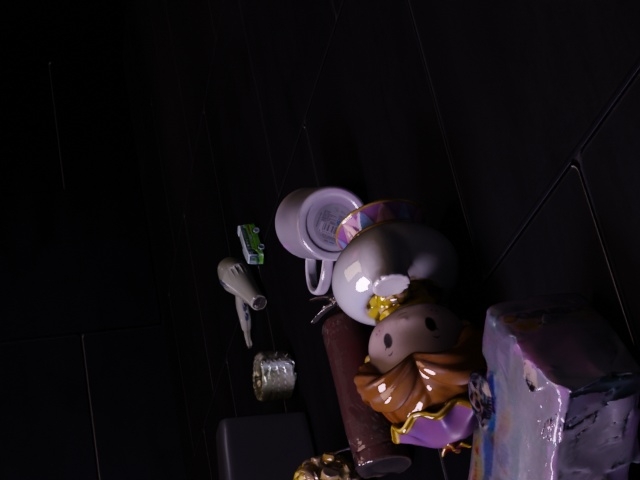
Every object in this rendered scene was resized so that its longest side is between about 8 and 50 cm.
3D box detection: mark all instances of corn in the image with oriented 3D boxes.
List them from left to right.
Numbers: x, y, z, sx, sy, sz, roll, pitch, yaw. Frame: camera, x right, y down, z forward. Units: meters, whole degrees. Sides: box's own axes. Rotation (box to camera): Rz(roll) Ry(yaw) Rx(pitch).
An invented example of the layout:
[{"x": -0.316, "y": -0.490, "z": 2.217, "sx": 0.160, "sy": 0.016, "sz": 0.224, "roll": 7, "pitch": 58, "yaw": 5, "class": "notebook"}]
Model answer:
[{"x": 0.002, "y": 0.420, "z": 1.798, "sx": 0.305, "sy": 0.106, "sz": 0.106, "roll": 95, "pitch": 162, "yaw": -44, "class": "corn"}]

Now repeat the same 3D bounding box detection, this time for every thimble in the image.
[{"x": -0.079, "y": 0.229, "z": 2.114, "sx": 0.110, "sy": 0.062, "sz": 0.084, "roll": 108, "pitch": 154, "yaw": -56, "class": "thimble"}]

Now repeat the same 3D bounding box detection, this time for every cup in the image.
[{"x": 0.008, "y": -0.006, "z": 1.644, "sx": 0.136, "sy": 0.099, "sz": 0.133, "roll": 65, "pitch": 166, "yaw": -7, "class": "cup"}]

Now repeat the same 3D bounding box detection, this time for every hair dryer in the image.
[{"x": -0.136, "y": 0.137, "z": 2.346, "sx": 0.167, "sy": 0.067, "sz": 0.199, "roll": -151, "pitch": 46, "yaw": -66, "class": "hair dryer"}]

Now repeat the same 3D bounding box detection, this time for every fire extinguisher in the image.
[{"x": 0.043, "y": 0.172, "z": 1.579, "sx": 0.089, "sy": 0.072, "sz": 0.267, "roll": -36, "pitch": 53, "yaw": 31, "class": "fire extinguisher"}]

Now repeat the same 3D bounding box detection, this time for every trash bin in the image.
[{"x": -0.080, "y": 0.400, "z": 1.989, "sx": 0.115, "sy": 0.165, "sz": 0.225, "roll": 108, "pitch": 155, "yaw": -59, "class": "trash bin"}]

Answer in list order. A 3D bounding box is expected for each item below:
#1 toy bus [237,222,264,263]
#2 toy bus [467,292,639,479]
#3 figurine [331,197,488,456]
[{"x": -0.126, "y": 0.007, "z": 2.261, "sx": 0.031, "sy": 0.037, "sz": 0.083, "roll": 99, "pitch": 159, "yaw": -45, "class": "toy bus"}, {"x": 0.185, "y": 0.208, "z": 1.009, "sx": 0.138, "sy": 0.112, "sz": 0.317, "roll": -132, "pitch": 37, "yaw": -60, "class": "toy bus"}, {"x": 0.095, "y": 0.090, "z": 1.253, "sx": 0.189, "sy": 0.142, "sz": 0.263, "roll": 49, "pitch": -160, "yaw": -55, "class": "figurine"}]
